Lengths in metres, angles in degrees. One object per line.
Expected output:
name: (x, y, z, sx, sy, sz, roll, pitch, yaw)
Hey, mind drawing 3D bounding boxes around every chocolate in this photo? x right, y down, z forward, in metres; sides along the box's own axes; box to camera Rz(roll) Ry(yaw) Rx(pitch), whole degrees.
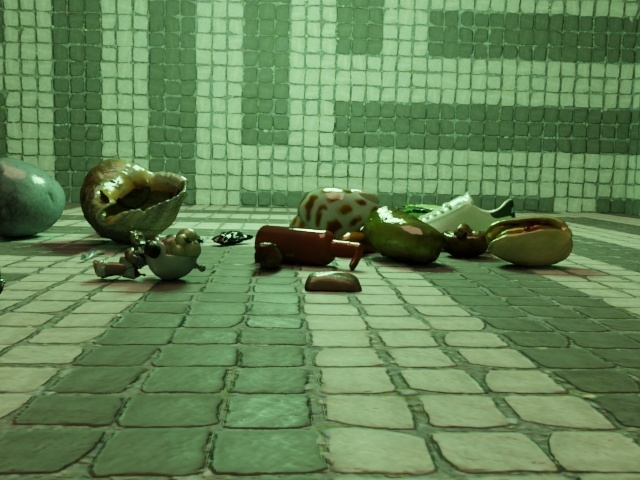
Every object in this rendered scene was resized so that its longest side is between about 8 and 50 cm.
chocolate: (0.023, 0.070, 1.163, 0.101, 0.031, 0.064, 3, 11, 1)

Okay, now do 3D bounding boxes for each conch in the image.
conch: (-0.493, -0.083, 1.765, 0.297, 0.210, 0.352, -7, 34, -1)
conch: (0.021, -0.050, 1.750, 0.275, 0.182, 0.149, -19, 13, 30)

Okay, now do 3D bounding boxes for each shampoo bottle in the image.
shampoo bottle: (-0.024, 0.015, 1.449, 0.244, 0.085, 0.085, 6, 8, 27)

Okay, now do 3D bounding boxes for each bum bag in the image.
bum bag: (-0.241, -0.007, 1.802, 0.058, 0.034, 0.124, 18, 16, 38)

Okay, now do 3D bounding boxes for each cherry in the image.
cherry: (-0.849, -0.116, 1.841, 0.255, 0.218, 0.296, -3, -2, 30)

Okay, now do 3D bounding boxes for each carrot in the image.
carrot: (0.122, 0.006, 1.688, 0.066, 0.062, 0.271, -34, -19, 32)

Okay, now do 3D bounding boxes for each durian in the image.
durian: (0.386, -0.055, 2.051, 0.375, 0.106, 0.132, 5, 9, 25)

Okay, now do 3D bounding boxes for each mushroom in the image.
mushroom: (0.361, -0.003, 1.659, 0.127, 0.087, 0.127, 2, 10, 0)

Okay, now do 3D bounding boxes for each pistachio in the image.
pistachio: (0.473, 0.007, 1.510, 0.201, 0.117, 0.145, -7, -31, -7)

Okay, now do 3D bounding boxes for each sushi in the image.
sushi: (-0.106, 0.034, 1.381, 0.052, 0.055, 0.120, -9, -4, 0)

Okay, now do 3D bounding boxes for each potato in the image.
potato: (0.190, -0.005, 1.544, 0.149, 0.113, 0.251, 9, 15, -34)

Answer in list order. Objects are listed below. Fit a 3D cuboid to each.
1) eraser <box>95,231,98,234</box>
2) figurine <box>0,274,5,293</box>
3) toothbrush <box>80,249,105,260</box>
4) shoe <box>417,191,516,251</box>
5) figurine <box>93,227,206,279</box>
eraser: (-0.586, -0.052, 2.005, 0.125, 0.067, 0.210, 0, 5, -2)
figurine: (-0.518, -0.006, 0.967, 0.167, 0.249, 0.141, 0, -14, 19)
toothbrush: (-0.506, 0.033, 1.483, 0.014, 0.017, 0.162, 6, 2, -3)
shoe: (0.350, -0.055, 1.804, 0.363, 0.160, 0.132, 4, 5, 15)
figurine: (-0.308, 0.025, 1.212, 0.197, 0.093, 0.147, 0, -4, -7)
